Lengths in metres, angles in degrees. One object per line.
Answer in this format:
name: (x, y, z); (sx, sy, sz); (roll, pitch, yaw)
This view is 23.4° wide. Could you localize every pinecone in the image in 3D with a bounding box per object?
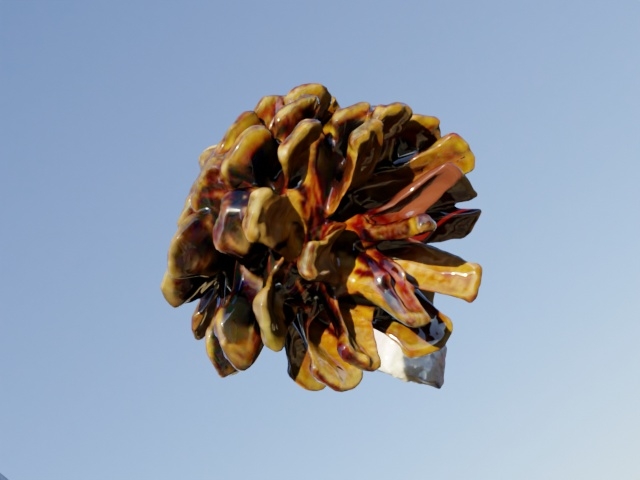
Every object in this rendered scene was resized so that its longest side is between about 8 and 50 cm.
pinecone: (0.003, 0.001, 0.996); (0.201, 0.202, 0.229); (4, 7, 24)

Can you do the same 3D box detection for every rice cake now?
rice cake: (0.001, 0.079, 1.608); (0.064, 0.399, 0.070); (24, -95, -31)

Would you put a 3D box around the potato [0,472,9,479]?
potato: (-0.285, 0.260, 1.343); (0.090, 0.225, 0.117); (-45, -18, -6)
